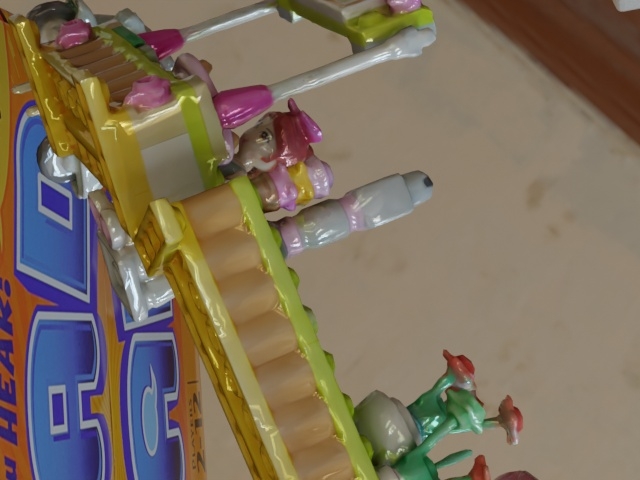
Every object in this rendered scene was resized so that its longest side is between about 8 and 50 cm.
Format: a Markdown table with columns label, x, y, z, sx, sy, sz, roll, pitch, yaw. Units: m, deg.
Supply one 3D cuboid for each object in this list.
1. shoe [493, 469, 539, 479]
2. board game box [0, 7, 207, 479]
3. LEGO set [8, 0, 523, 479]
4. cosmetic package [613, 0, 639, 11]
| label | x | y | z | sx | sy | sz | roll | pitch | yaw |
| --- | --- | --- | --- | --- | --- | --- | --- | --- | --- |
| shoe | 0.086 | 0.144 | 0.669 | 0.063 | 0.081 | 0.178 | 51 | 168 | 0 |
| board game box | -0.272 | 0.099 | 0.741 | 0.356 | 0.357 | 0.356 | 18 | -113 | -79 |
| LEGO set | 0.000 | 0.000 | 0.429 | 0.287 | 0.107 | 0.132 | 54 | 159 | 40 |
| cosmetic package | 0.408 | -0.418 | 1.264 | 0.329 | 0.394 | 0.327 | 16 | -117 | -78 |
